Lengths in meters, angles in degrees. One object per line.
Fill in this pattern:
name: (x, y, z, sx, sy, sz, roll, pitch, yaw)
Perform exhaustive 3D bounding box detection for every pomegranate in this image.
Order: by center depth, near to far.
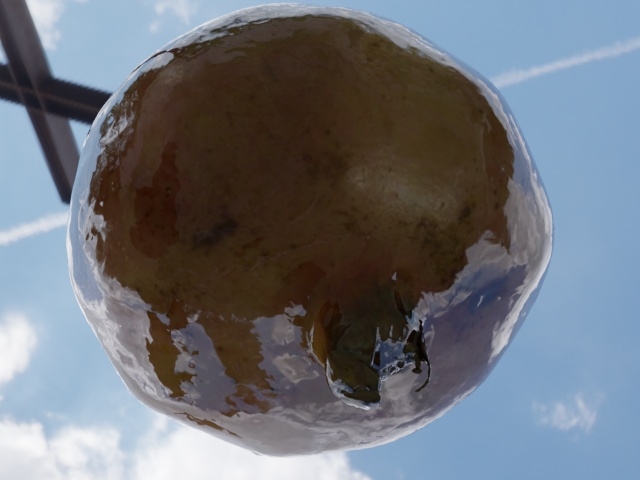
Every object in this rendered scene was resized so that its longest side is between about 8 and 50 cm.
pomegranate: (0.000, 0.000, 0.697, 0.338, 0.338, 0.338, -4, -131, 4)
